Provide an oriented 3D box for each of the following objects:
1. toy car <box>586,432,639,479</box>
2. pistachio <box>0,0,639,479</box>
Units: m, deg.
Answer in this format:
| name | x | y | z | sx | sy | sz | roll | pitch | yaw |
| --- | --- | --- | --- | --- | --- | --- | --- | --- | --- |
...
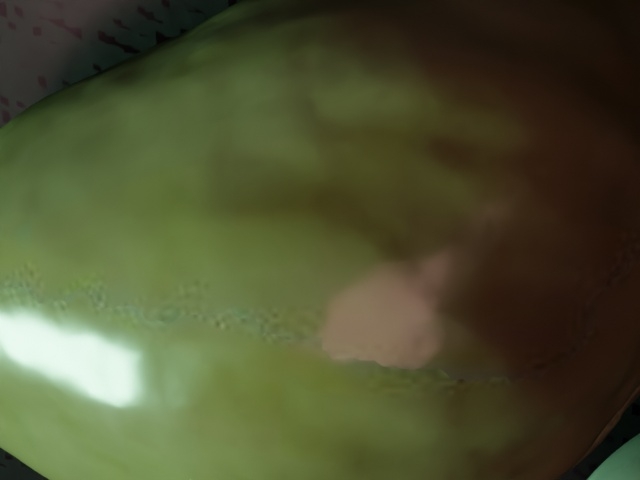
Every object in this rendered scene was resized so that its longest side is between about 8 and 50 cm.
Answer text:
| name | x | y | z | sx | sy | sz | roll | pitch | yaw |
| --- | --- | --- | --- | --- | --- | --- | --- | --- | --- |
| toy car | 0.099 | 0.086 | 0.398 | 0.112 | 0.139 | 0.112 | 20 | 139 | 23 |
| pistachio | 0.000 | 0.000 | 0.383 | 0.185 | 0.124 | 0.124 | -6 | 112 | 19 |
